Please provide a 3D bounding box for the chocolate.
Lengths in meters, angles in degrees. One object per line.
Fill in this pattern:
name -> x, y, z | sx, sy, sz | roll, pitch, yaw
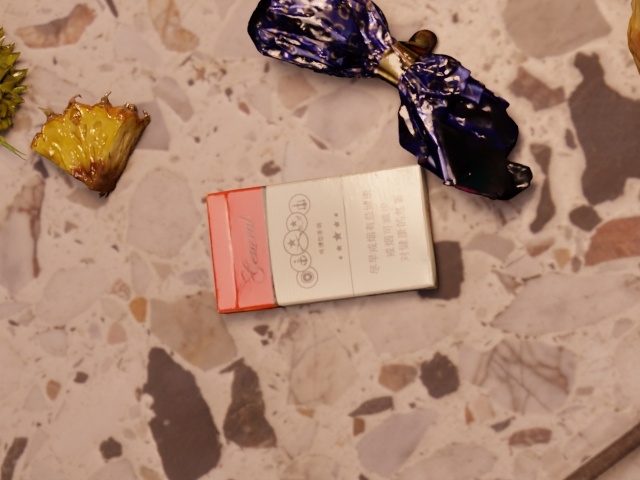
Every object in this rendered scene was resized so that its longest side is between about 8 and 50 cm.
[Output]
chocolate -> 0.092, -0.172, 1.855 | 0.343, 0.126, 0.148 | 37, 53, 11

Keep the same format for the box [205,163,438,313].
box -> 0.000, 0.000, 1.898 | 0.245, 0.035, 0.139 | -9, 83, 14

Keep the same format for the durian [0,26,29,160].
durian -> -0.504, -0.188, 2.029 | 0.355, 0.157, 0.169 | 0, 120, 15

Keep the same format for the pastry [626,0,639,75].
pastry -> 0.473, -0.238, 1.646 | 0.388, 0.312, 0.389 | -2, 84, 21

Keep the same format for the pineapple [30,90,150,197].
pineapple -> -0.259, -0.105, 1.967 | 0.137, 0.069, 0.116 | -13, 87, 22
